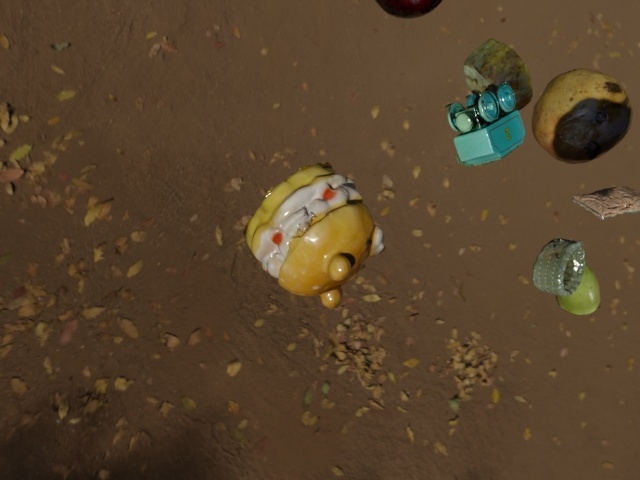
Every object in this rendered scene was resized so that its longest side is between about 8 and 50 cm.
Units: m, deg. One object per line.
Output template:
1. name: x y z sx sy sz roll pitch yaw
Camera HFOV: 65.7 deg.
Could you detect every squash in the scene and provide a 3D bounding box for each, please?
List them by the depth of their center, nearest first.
1. squash: 0.716 0.119 1.392 0.186 0.123 0.123 50 62 -44

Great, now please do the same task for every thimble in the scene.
1. thimble: 0.449 0.048 0.932 0.084 0.062 0.110 22 84 -37

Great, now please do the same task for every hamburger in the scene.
1. hamburger: 0.000 0.000 1.047 0.276 0.276 0.237 -31 67 -25

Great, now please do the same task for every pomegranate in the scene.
1. pomegranate: 0.781 -0.376 1.499 0.281 0.281 0.281 4 79 -22

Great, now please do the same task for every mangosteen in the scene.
1. mangosteen: 0.157 -0.467 0.855 0.152 0.152 0.152 4 79 -22

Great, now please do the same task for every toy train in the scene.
1. toy train: 0.390 -0.268 1.161 0.203 0.112 0.163 -31 104 -37

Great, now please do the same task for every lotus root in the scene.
1. lotus root: 0.522 -0.454 1.444 0.119 0.138 0.235 -41 121 -6

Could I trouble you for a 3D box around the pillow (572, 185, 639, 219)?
1. pillow: 0.897 -0.119 1.511 0.232 0.126 0.043 -10 126 -17
